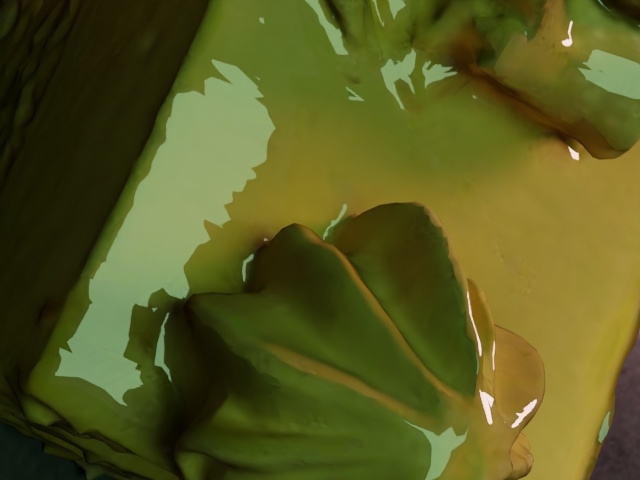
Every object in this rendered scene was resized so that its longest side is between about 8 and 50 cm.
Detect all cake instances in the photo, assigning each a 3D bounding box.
[{"bbox_3d":[0.000,0.000,0.477,0.222,0.286,0.227,29,73,-33],"label":"cake"}]
